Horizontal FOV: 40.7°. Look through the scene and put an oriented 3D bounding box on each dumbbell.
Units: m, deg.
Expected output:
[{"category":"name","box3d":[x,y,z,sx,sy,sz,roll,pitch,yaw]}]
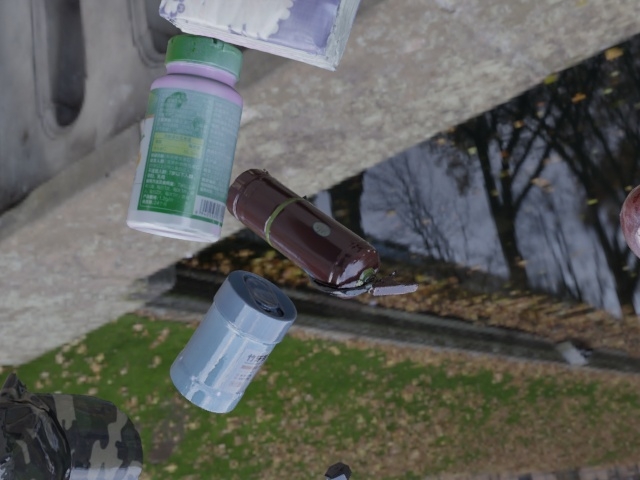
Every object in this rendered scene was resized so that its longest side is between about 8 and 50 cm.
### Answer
[{"category":"dumbbell","box3d":[0.038,0.374,1.296,0.040,0.083,0.036,-24,-163,1]}]

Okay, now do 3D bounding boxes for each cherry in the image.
[{"category":"cherry","box3d":[0.393,-0.017,0.998,0.087,0.106,0.126,-10,175,-8]}]

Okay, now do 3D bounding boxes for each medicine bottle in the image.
[{"category":"medicine bottle","box3d":[-0.182,-0.141,1.203,0.133,0.274,0.133,10,175,1]}]

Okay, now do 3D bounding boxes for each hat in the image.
[{"category":"hat","box3d":[-0.470,0.436,1.513,0.381,0.366,0.257,13,-171,-31]}]

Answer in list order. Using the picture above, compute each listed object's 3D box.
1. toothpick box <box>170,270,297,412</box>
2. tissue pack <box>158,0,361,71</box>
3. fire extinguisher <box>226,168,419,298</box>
[{"category":"toothpick box","box3d":[-0.110,0.127,1.088,0.101,0.101,0.153,13,118,-46]},{"category":"tissue pack","box3d":[-0.100,-0.468,1.552,0.343,0.242,0.125,18,-178,15]},{"category":"fire extinguisher","box3d":[0.000,0.000,1.372,0.141,0.341,0.105,-26,138,-37]}]
